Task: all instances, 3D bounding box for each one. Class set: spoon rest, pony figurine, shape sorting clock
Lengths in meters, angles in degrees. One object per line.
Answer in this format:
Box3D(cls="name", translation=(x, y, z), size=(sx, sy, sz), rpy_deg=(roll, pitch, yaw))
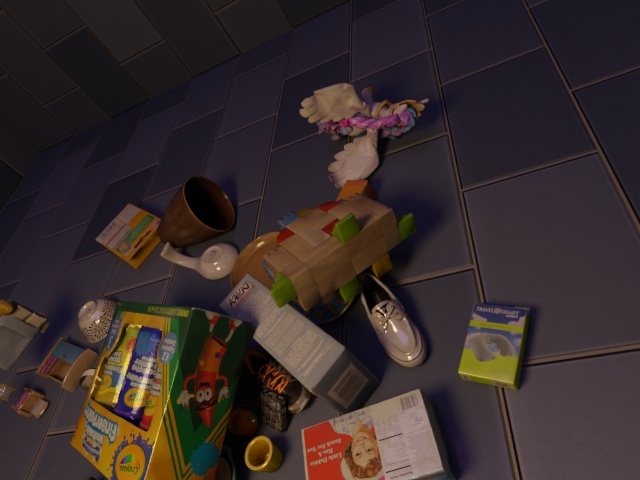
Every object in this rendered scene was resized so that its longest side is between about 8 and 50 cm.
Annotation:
Box3D(cls="spoon rest", translation=(-0.393, 0.060, 1.552), size=(0.276, 0.084, 0.137), rpy_deg=(7, 59, 22))
Box3D(cls="pony figurine", translation=(0.116, -0.369, 1.453), size=(0.351, 0.303, 0.363), rpy_deg=(-27, 25, -8))
Box3D(cls="shape sorting clock", translation=(0.007, 0.117, 1.222), size=(0.206, 0.040, 0.206), rpy_deg=(-21, 54, 31))

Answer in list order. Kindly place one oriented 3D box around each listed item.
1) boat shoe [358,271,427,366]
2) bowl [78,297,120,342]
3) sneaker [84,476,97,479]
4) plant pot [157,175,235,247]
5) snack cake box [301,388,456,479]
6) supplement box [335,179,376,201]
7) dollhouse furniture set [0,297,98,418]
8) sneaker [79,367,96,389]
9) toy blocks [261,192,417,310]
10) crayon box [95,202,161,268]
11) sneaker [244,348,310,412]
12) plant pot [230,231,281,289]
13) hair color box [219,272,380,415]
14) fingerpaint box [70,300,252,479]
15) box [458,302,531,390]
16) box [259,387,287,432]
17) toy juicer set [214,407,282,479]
Box3D(cls="boat shoe", translation=(0.149, 0.174, 1.066), size=(0.095, 0.084, 0.258), rpy_deg=(-37, 42, 1))
Box3D(cls="bowl", translation=(-0.783, 0.261, 1.624), size=(0.170, 0.080, 0.170), rpy_deg=(-19, 44, 20))
Box3D(cls="sneaker", translation=(-0.516, 0.620, 1.143), size=(0.170, 0.063, 0.075), rpy_deg=(17, 65, 37))
Box3D(cls="plant pot", translation=(-0.456, -0.072, 1.623), size=(0.230, 0.215, 0.215), rpy_deg=(-32, 40, 28))
Box3D(cls="snack cake box", translation=(0.102, 0.407, 0.891), size=(0.264, 0.089, 0.152), rpy_deg=(-24, 46, 15))
Box3D(cls="supplement box", translation=(0.074, -0.063, 1.332), size=(0.078, 0.080, 0.233), rpy_deg=(7, 57, 38))
Box3D(cls="dollhouse furniture set", translation=(-0.926, 0.374, 1.455), size=(0.198, 0.303, 0.286), rpy_deg=(4, 56, 37))
Box3D(cls="sneaker", translation=(-0.610, 0.434, 1.344), size=(0.271, 0.100, 0.108), rpy_deg=(-3, 57, 32))
Box3D(cls="toy blocks", translation=(0.000, 0.000, 1.135), size=(0.381, 0.191, 0.261), rpy_deg=(-34, 34, -17))
Box3D(cls="crayon box", translation=(-0.725, -0.017, 1.826), size=(0.323, 0.083, 0.203), rpy_deg=(20, 67, 44))
Box3D(cls="sneaker", translation=(-0.111, 0.330, 1.107), size=(0.215, 0.083, 0.084), rpy_deg=(23, 67, 43))
Box3D(cls="plant pot", translation=(-0.165, 0.076, 1.404), size=(0.236, 0.032, 0.236), rpy_deg=(-18, 46, 20))
Box3D(cls="hair color box", translation=(-0.058, 0.233, 1.079), size=(0.114, 0.185, 0.374), rpy_deg=(-49, 43, -11))
Box3D(cls="fingerpaint box", translation=(-0.386, 0.341, 1.086), size=(0.444, 0.163, 0.371), rpy_deg=(-5, 67, 48))
Box3D(cls="box", translation=(0.352, 0.200, 0.938), size=(0.109, 0.042, 0.178), rpy_deg=(2, 56, 35))
Box3D(cls="box", translation=(-0.107, 0.385, 1.061), size=(0.067, 0.083, 0.018), rpy_deg=(8, 18, 39))
Box3D(cls="toy juicer set", translation=(-0.255, 0.510, 1.042), size=(0.329, 0.089, 0.209), rpy_deg=(-42, 42, -4))
